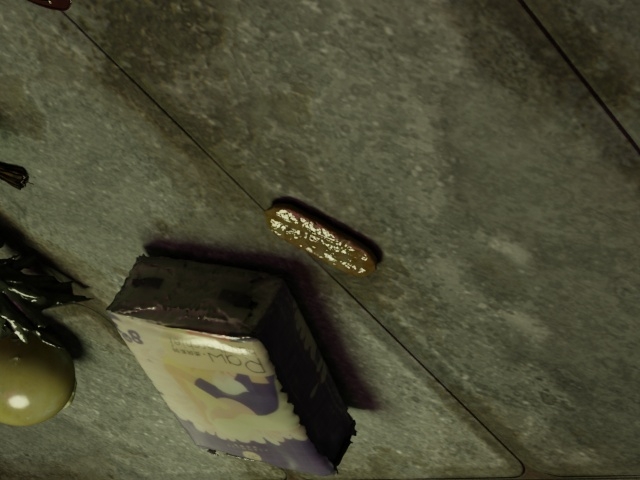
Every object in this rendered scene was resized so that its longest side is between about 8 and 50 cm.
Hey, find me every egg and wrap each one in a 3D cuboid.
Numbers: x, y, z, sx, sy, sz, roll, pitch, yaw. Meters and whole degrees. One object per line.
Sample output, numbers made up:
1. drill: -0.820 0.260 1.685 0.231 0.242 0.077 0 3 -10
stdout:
1. egg: -0.474 0.214 2.122 0.201 0.164 0.164 0 140 40

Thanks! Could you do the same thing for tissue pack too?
1. tissue pack: -0.113 0.171 1.813 0.242 0.125 0.344 8 145 28

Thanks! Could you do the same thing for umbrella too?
1. umbrella: -0.411 -0.087 1.757 0.083 0.020 0.031 24 149 15

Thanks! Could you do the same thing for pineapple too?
1. pineapple: -0.505 0.041 1.884 0.364 0.166 0.165 40 147 -23

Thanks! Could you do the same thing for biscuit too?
1. biscuit: 0.000 0.000 1.574 0.147 0.018 0.071 29 150 -3

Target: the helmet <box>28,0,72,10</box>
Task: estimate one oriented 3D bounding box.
1. helmet: -0.276 -0.281 1.322 0.111 0.057 0.089 29 146 5
